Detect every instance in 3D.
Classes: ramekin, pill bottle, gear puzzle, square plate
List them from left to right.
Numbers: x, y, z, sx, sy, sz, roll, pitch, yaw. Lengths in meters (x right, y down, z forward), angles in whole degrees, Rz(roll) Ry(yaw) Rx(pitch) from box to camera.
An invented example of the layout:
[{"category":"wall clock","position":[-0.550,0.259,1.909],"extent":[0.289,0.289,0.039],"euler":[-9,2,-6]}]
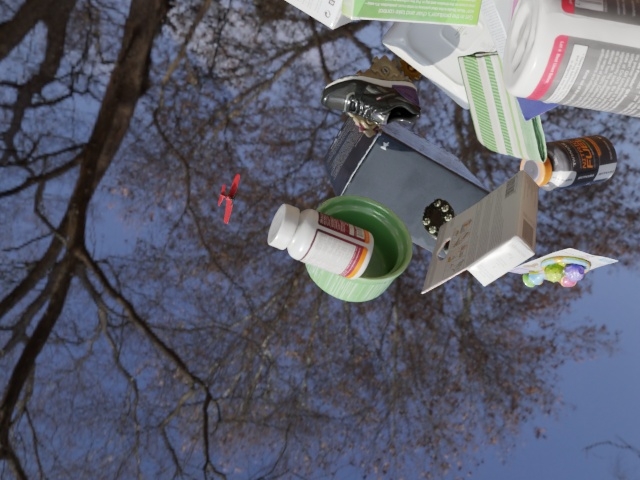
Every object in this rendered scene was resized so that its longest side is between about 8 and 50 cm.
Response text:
[{"category":"pill bottle","position":[0.000,0.000,1.619],"extent":[0.221,0.121,0.121],"euler":[21,-145,-17]},{"category":"ramekin","position":[0.099,0.030,2.048],"extent":[0.303,0.148,0.303],"euler":[10,-130,-12]},{"category":"gear puzzle","position":[0.192,-0.467,2.169],"extent":[0.175,0.044,0.339],"euler":[49,-114,-7]},{"category":"square plate","position":[0.419,-0.623,2.095],"extent":[0.344,0.347,0.049],"euler":[37,-164,-6]},{"category":"pill bottle","position":[0.642,-0.199,1.854],"extent":[0.245,0.130,0.130],"euler":[-12,-133,-26]},{"category":"pill bottle","position":[0.451,-0.279,1.056],"extent":[0.318,0.176,0.176],"euler":[9,-143,-3]}]

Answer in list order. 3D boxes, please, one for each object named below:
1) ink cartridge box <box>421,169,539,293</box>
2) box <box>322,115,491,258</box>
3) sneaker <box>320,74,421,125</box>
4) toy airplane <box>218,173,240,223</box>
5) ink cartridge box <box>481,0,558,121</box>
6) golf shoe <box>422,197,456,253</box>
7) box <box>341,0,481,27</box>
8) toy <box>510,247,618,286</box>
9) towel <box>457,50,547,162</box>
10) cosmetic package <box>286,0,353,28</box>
[{"category":"ink cartridge box","position":[0.368,-0.004,1.611],"extent":[0.066,0.261,0.296],"euler":[44,-144,-12]},{"category":"box","position":[0.299,-0.230,2.592],"extent":[0.480,0.297,0.472],"euler":[27,-164,-16]},{"category":"sneaker","position":[0.144,-0.383,1.977],"extent":[0.283,0.107,0.124],"euler":[-2,-128,-8]},{"category":"toy airplane","position":[-0.272,-0.129,2.086],"extent":[0.028,0.151,0.151],"euler":[14,-144,-21]},{"category":"ink cartridge box","position":[0.478,-0.441,1.340],"extent":[0.324,0.330,0.071],"euler":[-27,-168,-6]},{"category":"golf shoe","position":[0.399,-0.015,2.164],"extent":[0.120,0.105,0.273],"euler":[40,-161,-43]},{"category":"box","position":[0.165,-0.511,1.122],"extent":[0.232,0.322,0.058],"euler":[-1,-156,-18]},{"category":"toy","position":[0.569,0.079,1.688],"extent":[0.137,0.237,0.056],"euler":[12,-105,-18]},{"category":"towel","position":[0.406,-0.311,1.599],"extent":[0.038,0.248,0.325],"euler":[-18,-165,-7]},{"category":"cosmetic package","position":[-0.061,-0.569,1.352],"extent":[0.365,0.155,0.197],"euler":[33,-144,7]}]
